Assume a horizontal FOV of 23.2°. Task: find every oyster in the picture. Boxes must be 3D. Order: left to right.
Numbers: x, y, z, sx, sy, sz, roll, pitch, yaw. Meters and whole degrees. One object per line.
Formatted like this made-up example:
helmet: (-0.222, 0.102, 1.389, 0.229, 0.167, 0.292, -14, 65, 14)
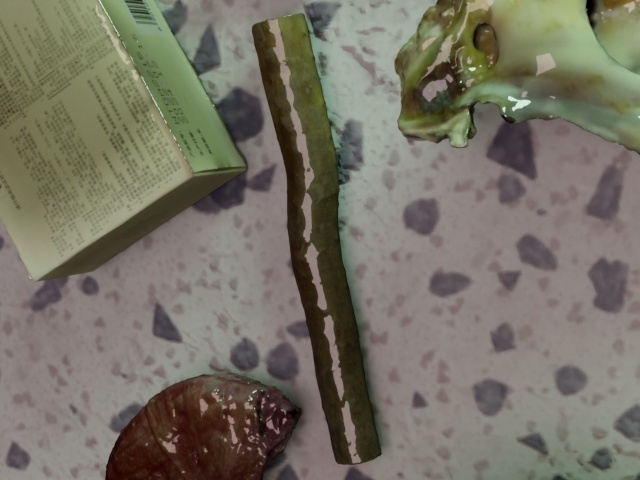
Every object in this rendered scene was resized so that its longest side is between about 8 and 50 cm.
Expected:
oyster: (0.207, -0.147, 1.001, 0.271, 0.100, 0.275, 26, 93, 15)

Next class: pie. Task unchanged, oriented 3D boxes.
pie: (-0.066, 0.207, 1.176, 0.204, 0.054, 0.218, -21, 91, 24)

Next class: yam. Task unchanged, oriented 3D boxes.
yam: (0.000, 0.000, 1.132, 0.045, 0.045, 0.326, -11, 94, -13)

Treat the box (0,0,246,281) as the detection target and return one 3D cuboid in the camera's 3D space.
box: (-0.184, -0.100, 1.166, 0.168, 0.095, 0.212, -31, 84, 21)
